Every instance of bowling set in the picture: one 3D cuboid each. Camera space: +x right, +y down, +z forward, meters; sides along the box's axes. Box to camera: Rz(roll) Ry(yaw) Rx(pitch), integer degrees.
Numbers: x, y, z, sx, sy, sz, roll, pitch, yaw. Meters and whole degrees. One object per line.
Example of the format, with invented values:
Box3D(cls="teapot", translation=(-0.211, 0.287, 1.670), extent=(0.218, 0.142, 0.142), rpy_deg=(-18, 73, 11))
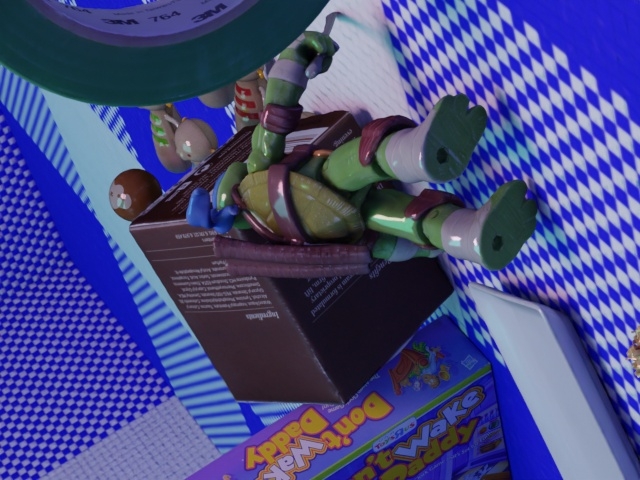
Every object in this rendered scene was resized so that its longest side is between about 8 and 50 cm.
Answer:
Box3D(cls="bowling set", translation=(-0.120, -0.104, 1.860), extent=(0.287, 0.200, 0.154), rpy_deg=(43, 158, 39))

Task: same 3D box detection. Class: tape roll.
Box3D(cls="tape roll", translation=(-0.119, -0.250, 1.232), extent=(0.077, 0.321, 0.321), rpy_deg=(39, 157, 57))

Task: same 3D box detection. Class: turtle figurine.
Box3D(cls="turtle figurine", translation=(0.053, -0.074, 1.481), extent=(0.266, 0.274, 0.198), rpy_deg=(7, 106, 49))

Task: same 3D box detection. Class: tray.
Box3D(cls="tray", translation=(0.213, 0.151, 1.542), extent=(0.270, 0.030, 0.145), rpy_deg=(63, 166, -15))

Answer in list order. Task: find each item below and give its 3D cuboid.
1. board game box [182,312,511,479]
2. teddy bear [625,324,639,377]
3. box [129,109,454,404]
Box3D(cls="board game box", translation=(0.012, 0.250, 1.801), extent=(0.078, 0.347, 0.233), rpy_deg=(48, 163, 38))
Box3D(cls="teddy bear", translation=(0.267, 0.094, 1.044), extent=(0.245, 0.113, 0.338), rpy_deg=(51, 165, 23))
Box3D(cls="box", translation=(-0.026, 0.017, 1.697), extent=(0.167, 0.168, 0.203), rpy_deg=(-5, 121, 51))
